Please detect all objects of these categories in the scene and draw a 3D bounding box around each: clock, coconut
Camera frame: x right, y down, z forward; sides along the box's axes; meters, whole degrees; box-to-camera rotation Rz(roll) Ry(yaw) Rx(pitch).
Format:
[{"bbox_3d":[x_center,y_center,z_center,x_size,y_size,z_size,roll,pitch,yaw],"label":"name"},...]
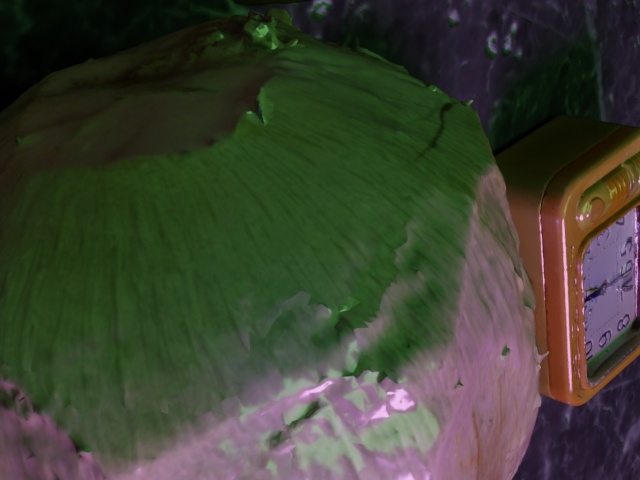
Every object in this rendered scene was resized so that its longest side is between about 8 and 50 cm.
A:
[{"bbox_3d":[0.200,0.015,0.897,0.143,0.096,0.202,-33,127,-38],"label":"clock"},{"bbox_3d":[-0.050,0.040,0.506,0.297,0.297,0.255,-42,142,-28],"label":"coconut"}]

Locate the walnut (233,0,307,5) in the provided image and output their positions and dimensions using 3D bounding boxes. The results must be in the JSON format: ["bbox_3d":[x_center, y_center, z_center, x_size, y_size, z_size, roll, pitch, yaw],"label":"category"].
[{"bbox_3d":[-0.018,-0.189,0.570,0.245,0.137,0.137,-29,124,-42],"label":"walnut"}]
